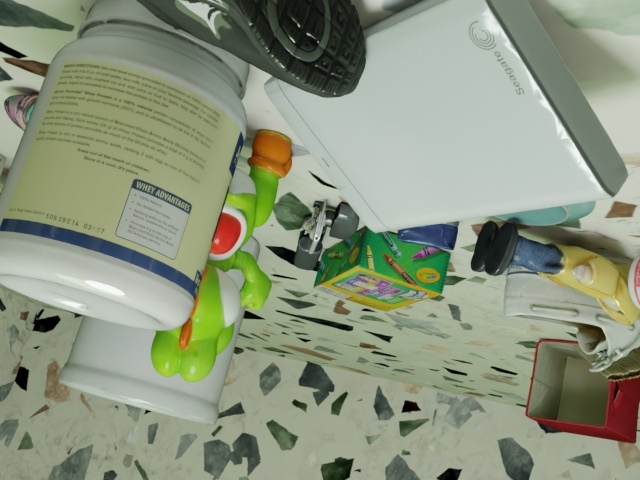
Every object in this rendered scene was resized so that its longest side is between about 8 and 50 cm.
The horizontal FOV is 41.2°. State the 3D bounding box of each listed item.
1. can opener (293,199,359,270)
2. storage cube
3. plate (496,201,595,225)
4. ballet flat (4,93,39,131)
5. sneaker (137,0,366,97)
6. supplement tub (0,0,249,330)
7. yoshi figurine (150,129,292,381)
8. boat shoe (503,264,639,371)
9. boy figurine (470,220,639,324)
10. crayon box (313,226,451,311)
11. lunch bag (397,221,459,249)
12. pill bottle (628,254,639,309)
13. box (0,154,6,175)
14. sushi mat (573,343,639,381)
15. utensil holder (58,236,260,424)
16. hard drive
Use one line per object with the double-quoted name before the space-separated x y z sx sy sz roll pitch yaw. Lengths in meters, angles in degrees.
"can opener" 0.000 0.000 1.512 0.093 0.074 0.280 16 165 -6
"storage cube" 0.604 0.342 1.938 0.215 0.183 0.193 0 160 42
"plate" 0.277 -0.054 1.166 0.188 0.024 0.188 14 165 4
"ballet flat" -0.417 -0.166 1.354 0.079 0.076 0.221 27 168 32
"sneaker" -0.083 -0.226 0.796 0.286 0.109 0.130 32 165 -22
"supplement tub" -0.219 -0.082 0.965 0.236 0.324 0.235 14 164 4
"yoshi figurine" -0.159 0.020 1.198 0.204 0.362 0.203 4 162 32
"boat shoe" 0.478 0.151 1.439 0.367 0.156 0.136 18 164 -10
"boy figurine" 0.370 0.048 1.285 0.285 0.092 0.177 20 178 -19
"crayon box" 0.108 0.060 1.606 0.165 0.081 0.278 18 164 -13
"lunch bag" 0.161 -0.025 1.299 0.099 0.065 0.067 10 179 12
"pill bottle" 0.529 0.059 1.206 0.087 0.087 0.160 27 160 -38
"box" -0.761 -0.155 1.642 0.275 0.094 0.113 9 164 19
"sushi mat" 0.564 0.209 1.551 0.152 0.019 0.316 -11 -179 7
"utensil holder" -0.322 0.151 1.759 0.328 0.385 0.327 13 164 4
"hard drive" 0.109 -0.119 0.884 0.233 0.047 0.353 52 150 -19
